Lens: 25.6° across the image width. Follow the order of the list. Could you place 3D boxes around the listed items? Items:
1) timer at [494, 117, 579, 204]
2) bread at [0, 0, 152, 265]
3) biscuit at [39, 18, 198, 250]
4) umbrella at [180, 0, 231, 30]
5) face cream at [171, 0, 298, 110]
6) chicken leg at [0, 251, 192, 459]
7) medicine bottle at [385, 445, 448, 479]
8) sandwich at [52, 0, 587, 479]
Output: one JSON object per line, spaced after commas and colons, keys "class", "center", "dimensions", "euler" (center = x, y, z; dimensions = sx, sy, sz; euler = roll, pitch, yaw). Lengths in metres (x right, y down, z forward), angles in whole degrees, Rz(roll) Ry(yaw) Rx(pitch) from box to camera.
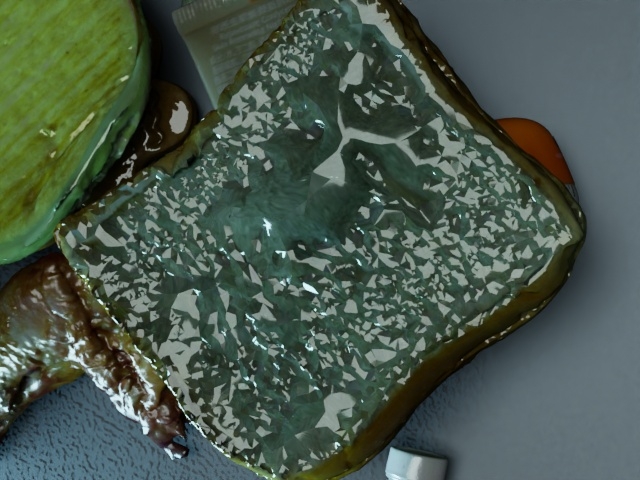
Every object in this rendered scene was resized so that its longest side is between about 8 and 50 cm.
{"class": "timer", "center": [0.115, -0.042, 1.029], "dimensions": [0.136, 0.099, 0.136], "euler": [-3, 73, 9]}
{"class": "bread", "center": [-0.269, -0.118, 1.134], "dimensions": [0.301, 0.045, 0.301], "euler": [-7, 71, 21]}
{"class": "biscuit", "center": [-0.215, -0.081, 1.156], "dimensions": [0.236, 0.039, 0.180], "euler": [-34, 78, 13]}
{"class": "umbrella", "center": [-0.044, -0.199, 1.104], "dimensions": [0.143, 0.062, 0.067], "euler": [-20, 61, 18]}
{"class": "face cream", "center": [-0.004, -0.041, 1.058], "dimensions": [0.137, 0.084, 0.341], "euler": [-21, 83, 20]}
{"class": "chicken leg", "center": [-0.176, 0.091, 1.111], "dimensions": [0.322, 0.083, 0.177], "euler": [-8, 96, 13]}
{"class": "medicine bottle", "center": [0.065, 0.200, 1.042], "dimensions": [0.052, 0.052, 0.089], "euler": [10, 88, 16]}
{"class": "sandwich", "center": [0.000, 0.000, 0.961], "dimensions": [0.301, 0.099, 0.271], "euler": [-44, 76, 12]}
